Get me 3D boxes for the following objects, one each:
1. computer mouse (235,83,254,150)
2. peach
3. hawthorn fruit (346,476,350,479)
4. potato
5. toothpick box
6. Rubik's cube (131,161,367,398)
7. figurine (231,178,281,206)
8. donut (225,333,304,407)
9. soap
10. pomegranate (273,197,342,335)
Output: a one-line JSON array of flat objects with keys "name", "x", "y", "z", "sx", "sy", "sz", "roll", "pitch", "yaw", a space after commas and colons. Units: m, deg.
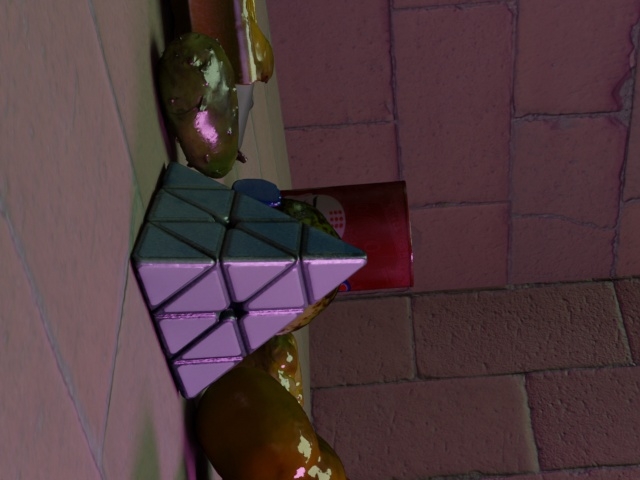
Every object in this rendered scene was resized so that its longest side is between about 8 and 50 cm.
[{"name": "computer mouse", "x": -0.155, "y": -0.299, "z": 2.128, "sx": 0.331, "sy": 0.095, "sz": 0.197, "roll": 82, "pitch": 9, "yaw": -53}, {"name": "peach", "x": -0.068, "y": 0.287, "z": 1.702, "sx": 0.251, "sy": 0.153, "sz": 0.251, "roll": 57, "pitch": 4, "yaw": -7}, {"name": "hawthorn fruit", "x": -0.010, "y": 0.522, "z": 2.343, "sx": 0.205, "sy": 0.205, "sz": 0.253, "roll": -91, "pitch": -156, "yaw": -52}, {"name": "potato", "x": -0.158, "y": -0.176, "z": 1.661, "sx": 0.117, "sy": 0.090, "sz": 0.225, "roll": -45, "pitch": 139, "yaw": -33}, {"name": "toothpick box", "x": 0.000, "y": 0.000, "z": 2.292, "sx": 0.204, "sy": 0.333, "sz": 0.204, "roll": -5, "pitch": 90, "yaw": -87}, {"name": "Rubik's cube", "x": -0.129, "y": 0.037, "z": 1.521, "sx": 0.228, "sy": 0.229, "sz": 0.233, "roll": -53, "pitch": -161, "yaw": -27}, {"name": "figurine", "x": -0.135, "y": 0.034, "z": 1.716, "sx": 0.164, "sy": 0.121, "sz": 0.262, "roll": -37, "pitch": 152, "yaw": -58}, {"name": "donut", "x": -0.090, "y": 0.280, "z": 2.072, "sx": 0.208, "sy": 0.128, "sz": 0.261, "roll": 61, "pitch": 24, "yaw": -87}, {"name": "soap", "x": -0.147, "y": -0.363, "z": 1.792, "sx": 0.259, "sy": 0.143, "sz": 0.281, "roll": -105, "pitch": -170, "yaw": -80}, {"name": "pomegranate", "x": -0.081, "y": 0.049, "z": 1.898, "sx": 0.204, "sy": 0.222, "sz": 0.276, "roll": 44, "pitch": 21, "yaw": 4}]
